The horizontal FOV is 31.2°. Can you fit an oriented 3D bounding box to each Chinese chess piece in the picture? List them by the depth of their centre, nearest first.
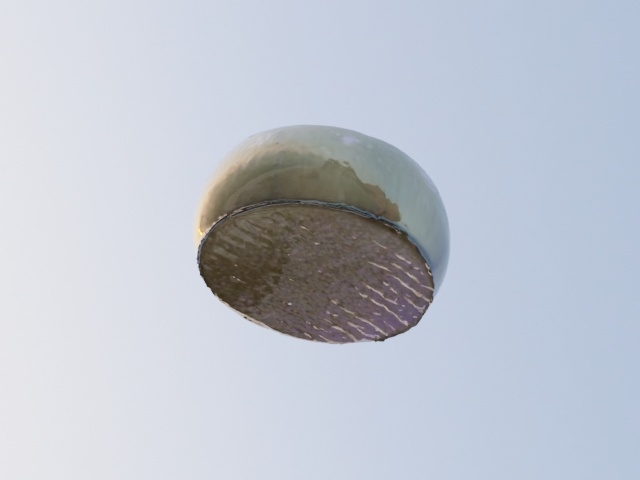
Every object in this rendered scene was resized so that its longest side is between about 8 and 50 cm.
[{"bbox_3d":[0.000,0.000,1.195,0.270,0.112,0.270,8,-36,6],"label":"Chinese chess piece"}]
